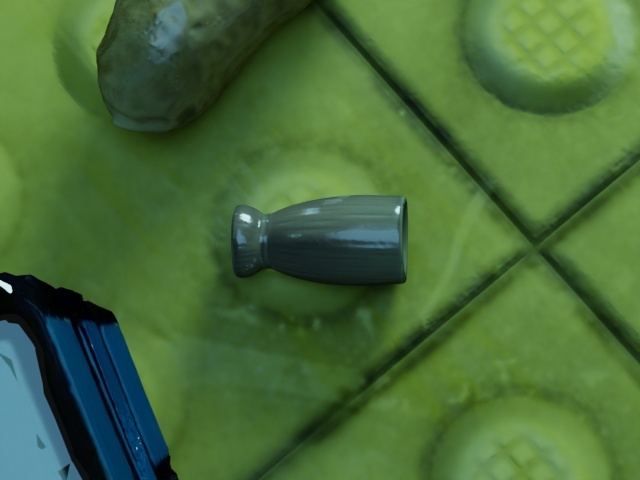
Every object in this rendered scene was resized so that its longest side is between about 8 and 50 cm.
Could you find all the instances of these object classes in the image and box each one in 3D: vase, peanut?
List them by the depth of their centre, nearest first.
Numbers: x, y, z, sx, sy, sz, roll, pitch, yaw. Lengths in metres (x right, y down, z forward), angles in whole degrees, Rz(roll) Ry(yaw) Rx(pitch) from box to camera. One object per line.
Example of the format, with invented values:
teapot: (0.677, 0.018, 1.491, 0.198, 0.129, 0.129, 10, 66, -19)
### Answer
vase: (0.000, 0.000, 0.852, 0.101, 0.053, 0.053, 0, 77, 8)
peanut: (-0.053, -0.152, 0.869, 0.214, 0.099, 0.099, -40, 78, -5)

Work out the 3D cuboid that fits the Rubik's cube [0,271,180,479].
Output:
Rubik's cube: (-0.195, 0.197, 0.682, 0.294, 0.283, 0.288, -24, 88, -5)
